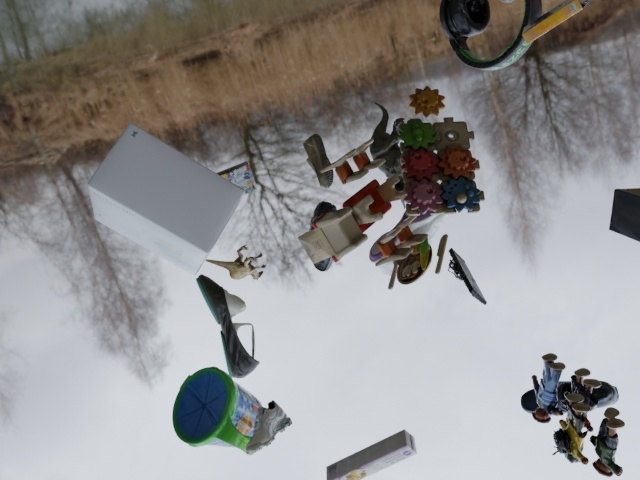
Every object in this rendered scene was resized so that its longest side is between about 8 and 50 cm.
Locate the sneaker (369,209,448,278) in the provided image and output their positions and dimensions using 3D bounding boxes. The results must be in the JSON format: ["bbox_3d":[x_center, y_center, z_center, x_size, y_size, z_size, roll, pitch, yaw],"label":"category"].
[{"bbox_3d":[0.292,-0.012,1.860,0.305,0.152,0.114,-42,-151,3],"label":"sneaker"}]

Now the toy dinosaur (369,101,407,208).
[{"bbox_3d":[0.204,-0.255,1.773,0.160,0.314,0.121,-35,175,36],"label":"toy dinosaur"}]

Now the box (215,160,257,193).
[{"bbox_3d":[-0.274,-0.177,1.877,0.137,0.094,0.027,-22,-151,-9],"label":"box"}]

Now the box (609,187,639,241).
[{"bbox_3d":[0.756,-0.037,1.237,0.184,0.103,0.261,-1,-163,-13],"label":"box"}]

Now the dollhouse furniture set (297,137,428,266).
[{"bbox_3d":[0.080,-0.056,1.365,0.135,0.262,0.259,-24,-170,45],"label":"dollhouse furniture set"}]

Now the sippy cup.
[{"bbox_3d":[-0.298,0.536,1.884,0.240,0.224,0.306,-28,-130,19],"label":"sippy cup"}]

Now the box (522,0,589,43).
[{"bbox_3d":[0.484,-0.462,1.253,0.136,0.028,0.081,-32,-167,32],"label":"box"}]

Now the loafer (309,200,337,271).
[{"bbox_3d":[0.000,0.000,1.600,0.076,0.223,0.078,19,-137,18],"label":"loafer"}]

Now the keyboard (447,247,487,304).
[{"bbox_3d":[0.361,0.089,1.561,0.038,0.100,0.192,-39,-152,16],"label":"keyboard"}]

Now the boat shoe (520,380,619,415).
[{"bbox_3d":[0.664,0.416,1.653,0.258,0.109,0.089,-25,150,30],"label":"boat shoe"}]

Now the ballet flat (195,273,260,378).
[{"bbox_3d":[-0.223,0.204,1.516,0.096,0.281,0.095,-20,-170,-14],"label":"ballet flat"}]

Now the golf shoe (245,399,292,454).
[{"bbox_3d":[-0.143,0.455,1.486,0.069,0.086,0.176,-32,177,24],"label":"golf shoe"}]

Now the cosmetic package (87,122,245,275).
[{"bbox_3d":[-0.280,-0.062,1.097,0.138,0.224,0.224,-63,-171,-21],"label":"cosmetic package"}]

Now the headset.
[{"bbox_3d":[0.378,-0.611,1.498,0.185,0.394,0.243,-4,156,-37],"label":"headset"}]

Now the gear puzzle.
[{"bbox_3d":[0.261,-0.212,1.347,0.175,0.339,0.044,-2,154,1],"label":"gear puzzle"}]

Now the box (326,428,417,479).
[{"bbox_3d":[0.161,0.717,1.977,0.324,0.063,0.067,-34,-149,20],"label":"box"}]

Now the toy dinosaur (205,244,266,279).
[{"bbox_3d":[-0.201,0.062,1.515,0.093,0.183,0.053,-50,-138,24],"label":"toy dinosaur"}]

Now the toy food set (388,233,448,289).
[{"bbox_3d":[0.230,0.050,1.530,0.192,0.038,0.133,-27,-143,49],"label":"toy food set"}]

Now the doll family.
[{"bbox_3d":[0.348,0.245,0.841,0.075,0.112,0.193,-3,-154,4],"label":"doll family"}]

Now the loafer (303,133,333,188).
[{"bbox_3d":[-0.006,-0.207,1.609,0.050,0.148,0.056,-12,-176,32],"label":"loafer"}]
